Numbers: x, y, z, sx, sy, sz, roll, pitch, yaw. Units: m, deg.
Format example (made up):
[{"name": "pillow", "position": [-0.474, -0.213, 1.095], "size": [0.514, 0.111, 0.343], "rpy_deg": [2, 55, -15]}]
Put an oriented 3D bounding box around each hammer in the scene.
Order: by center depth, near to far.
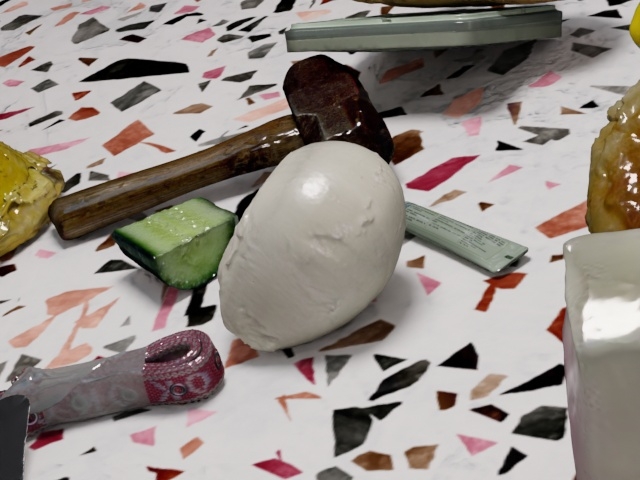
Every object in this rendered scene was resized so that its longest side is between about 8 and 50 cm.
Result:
[{"name": "hammer", "position": [-0.127, -0.090, 1.937], "size": [0.408, 0.095, 0.242], "rpy_deg": [-18, 28, 1]}]

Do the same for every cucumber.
[{"name": "cucumber", "position": [-0.151, 0.006, 1.798], "size": [0.116, 0.062, 0.115], "rpy_deg": [-22, 29, -26]}]

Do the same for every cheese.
[{"name": "cheese", "position": [0.000, 0.000, 1.616], "size": [0.154, 0.189, 0.198], "rpy_deg": [29, 43, 11]}]

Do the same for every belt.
[{"name": "belt", "position": [-0.206, 0.137, 1.594], "size": [0.232, 0.053, 0.071], "rpy_deg": [-14, 39, 7]}]

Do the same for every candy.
[{"name": "candy", "position": [0.353, 0.091, 1.216], "size": [0.358, 0.208, 0.145], "rpy_deg": [-8, 35, 13]}]

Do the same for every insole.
[{"name": "insole", "position": [-0.293, 0.203, 1.521], "size": [0.053, 0.002, 0.153], "rpy_deg": [-8, 47, 11]}]

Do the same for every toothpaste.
[{"name": "toothpaste", "position": [0.131, -0.007, 1.705], "size": [0.048, 0.029, 0.197], "rpy_deg": [-33, 35, -25]}]

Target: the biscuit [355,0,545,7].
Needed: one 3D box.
[{"name": "biscuit", "position": [0.197, -0.314, 2.071], "size": [0.275, 0.052, 0.355], "rpy_deg": [-9, 12, -40]}]

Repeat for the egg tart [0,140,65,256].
[{"name": "egg tart", "position": [-0.453, -0.055, 2.019], "size": [0.294, 0.116, 0.295], "rpy_deg": [-11, 28, 6]}]

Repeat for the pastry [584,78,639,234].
[{"name": "pastry", "position": [0.358, -0.045, 1.491], "size": [0.235, 0.121, 0.257], "rpy_deg": [-34, 53, 21]}]

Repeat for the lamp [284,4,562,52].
[{"name": "lamp", "position": [0.129, -0.257, 2.053], "size": [0.269, 0.047, 0.266], "rpy_deg": [1, 11, 32]}]

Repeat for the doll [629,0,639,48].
[{"name": "doll", "position": [0.497, -0.181, 1.580], "size": [0.187, 0.376, 0.365], "rpy_deg": [-43, 18, -31]}]
